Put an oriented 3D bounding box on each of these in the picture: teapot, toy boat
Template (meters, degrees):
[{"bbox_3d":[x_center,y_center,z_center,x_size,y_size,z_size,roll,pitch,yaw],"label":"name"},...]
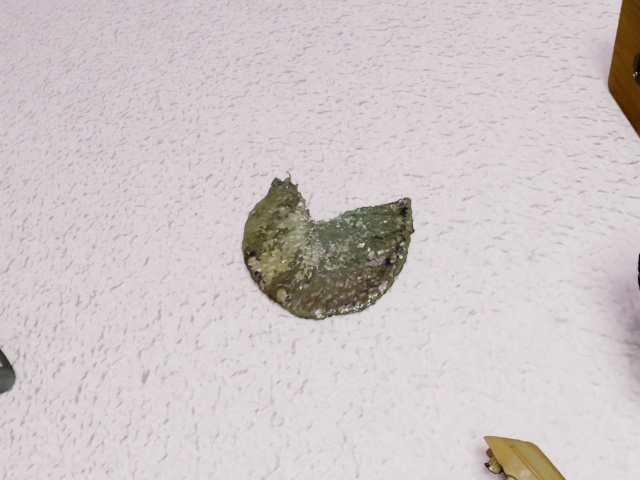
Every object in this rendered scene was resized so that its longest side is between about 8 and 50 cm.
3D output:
[{"bbox_3d":[-0.404,0.137,0.779,0.043,0.042,0.111,-35,47,-12],"label":"teapot"},{"bbox_3d":[0.188,0.244,0.504,0.077,0.057,0.200,-33,51,-5],"label":"toy boat"}]

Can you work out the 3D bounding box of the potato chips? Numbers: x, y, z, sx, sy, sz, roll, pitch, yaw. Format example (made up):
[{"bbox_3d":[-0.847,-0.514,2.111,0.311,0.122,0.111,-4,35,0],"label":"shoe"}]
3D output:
[{"bbox_3d":[-0.001,-0.002,0.775,0.220,0.029,0.202,22,64,28],"label":"potato chips"}]

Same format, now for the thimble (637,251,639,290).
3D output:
[{"bbox_3d":[0.386,0.045,0.506,0.238,0.237,0.150,-9,55,10],"label":"thimble"}]

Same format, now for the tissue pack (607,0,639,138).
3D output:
[{"bbox_3d":[0.436,-0.169,0.695,0.136,0.159,0.246,-13,49,4],"label":"tissue pack"}]
